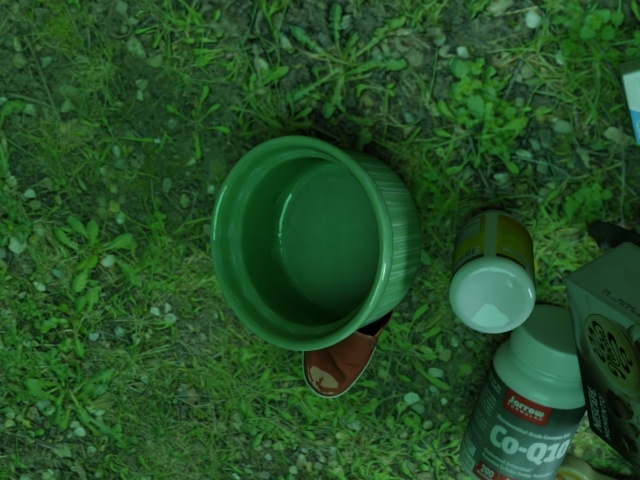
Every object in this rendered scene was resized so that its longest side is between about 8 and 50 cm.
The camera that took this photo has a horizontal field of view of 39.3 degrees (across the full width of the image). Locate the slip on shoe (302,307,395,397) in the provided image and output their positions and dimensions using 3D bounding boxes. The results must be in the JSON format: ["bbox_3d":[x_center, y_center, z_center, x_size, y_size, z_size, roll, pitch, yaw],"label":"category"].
[{"bbox_3d":[0.052,0.133,1.453,0.123,0.101,0.331,25,119,-3],"label":"slip on shoe"}]

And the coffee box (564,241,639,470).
[{"bbox_3d":[0.451,0.175,1.234,0.119,0.168,0.297,-27,123,-14],"label":"coffee box"}]

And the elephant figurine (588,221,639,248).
[{"bbox_3d":[0.528,-0.012,1.249,0.186,0.239,0.169,1,123,-19],"label":"elephant figurine"}]

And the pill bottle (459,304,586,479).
[{"bbox_3d":[0.333,0.255,1.417,0.161,0.161,0.283,16,118,4],"label":"pill bottle"}]

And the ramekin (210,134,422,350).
[{"bbox_3d":[0.000,0.000,1.312,0.303,0.148,0.303,3,95,34],"label":"ramekin"}]

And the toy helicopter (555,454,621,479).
[{"bbox_3d":[0.549,0.463,1.516,0.355,0.140,0.235,19,128,15],"label":"toy helicopter"}]

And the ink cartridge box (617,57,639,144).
[{"bbox_3d":[0.506,-0.208,1.210,0.181,0.061,0.104,-13,113,18],"label":"ink cartridge box"}]

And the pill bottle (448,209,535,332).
[{"bbox_3d":[0.249,0.035,1.297,0.117,0.215,0.117,5,116,10],"label":"pill bottle"}]
